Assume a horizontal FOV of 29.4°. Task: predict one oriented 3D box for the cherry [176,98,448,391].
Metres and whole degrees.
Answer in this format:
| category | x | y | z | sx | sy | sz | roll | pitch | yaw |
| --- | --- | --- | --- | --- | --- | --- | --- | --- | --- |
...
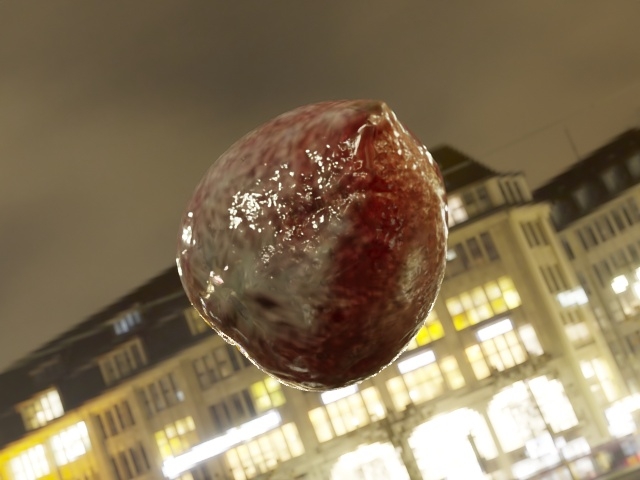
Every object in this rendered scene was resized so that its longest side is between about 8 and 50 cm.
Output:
| category | x | y | z | sx | sy | sz | roll | pitch | yaw |
| --- | --- | --- | --- | --- | --- | --- | --- | --- | --- |
| cherry | 0.000 | 0.000 | 1.060 | 0.203 | 0.230 | 0.300 | -18 | -34 | -47 |
